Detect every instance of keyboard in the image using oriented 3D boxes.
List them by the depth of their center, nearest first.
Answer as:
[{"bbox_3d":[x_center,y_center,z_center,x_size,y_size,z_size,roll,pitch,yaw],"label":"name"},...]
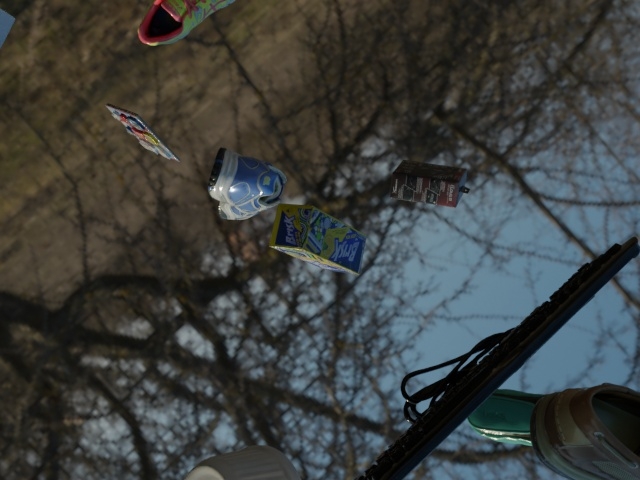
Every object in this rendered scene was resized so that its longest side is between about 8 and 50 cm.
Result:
[{"bbox_3d":[0.071,0.063,0.512,0.192,0.038,0.100,-38,166,-23],"label":"keyboard"}]

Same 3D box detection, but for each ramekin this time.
[{"bbox_3d":[-0.144,0.485,1.778,0.127,0.272,0.273,7,152,-36],"label":"ramekin"}]

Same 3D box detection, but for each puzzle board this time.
[{"bbox_3d":[-0.263,-0.158,1.538,0.011,0.096,0.128,-48,-148,-11],"label":"puzzle board"}]

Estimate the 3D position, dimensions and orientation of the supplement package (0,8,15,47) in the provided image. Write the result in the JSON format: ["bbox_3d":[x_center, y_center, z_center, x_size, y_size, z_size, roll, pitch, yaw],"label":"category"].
[{"bbox_3d":[-0.517,-0.232,1.152,0.145,0.262,0.204,23,-95,44],"label":"supplement package"}]

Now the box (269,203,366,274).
[{"bbox_3d":[0.000,0.000,1.360,0.169,0.054,0.059,25,74,-61],"label":"box"}]

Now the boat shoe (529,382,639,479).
[{"bbox_3d":[0.398,0.243,1.172,0.120,0.324,0.122,130,-26,-55],"label":"boat shoe"}]

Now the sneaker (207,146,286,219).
[{"bbox_3d":[-0.087,-0.061,1.348,0.211,0.081,0.080,40,65,-83],"label":"sneaker"}]

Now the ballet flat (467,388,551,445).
[{"bbox_3d":[0.310,0.235,1.357,0.247,0.083,0.087,5,179,41],"label":"ballet flat"}]

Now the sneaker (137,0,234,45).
[{"bbox_3d":[-0.178,-0.338,1.458,0.208,0.081,0.094,-41,-174,28],"label":"sneaker"}]

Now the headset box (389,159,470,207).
[{"bbox_3d":[0.125,-0.064,1.169,0.062,0.083,0.032,-51,149,-66],"label":"headset box"}]
